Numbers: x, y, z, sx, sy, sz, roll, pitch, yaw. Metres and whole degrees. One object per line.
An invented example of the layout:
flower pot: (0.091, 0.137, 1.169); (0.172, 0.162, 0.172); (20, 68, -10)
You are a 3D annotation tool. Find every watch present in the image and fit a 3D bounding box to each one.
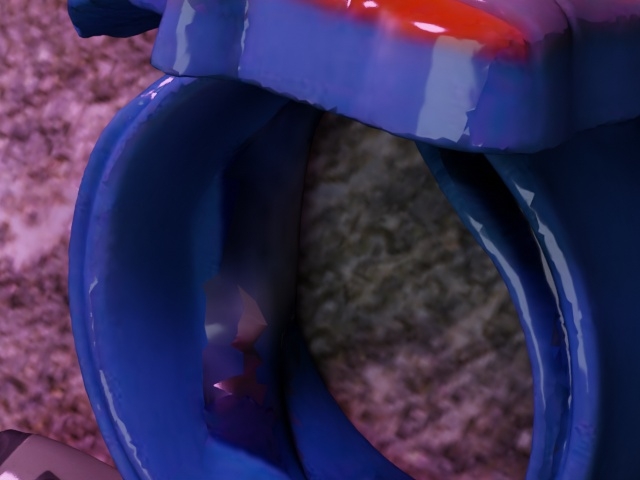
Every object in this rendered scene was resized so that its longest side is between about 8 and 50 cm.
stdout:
watch: (0.000, 0.000, 0.619); (0.305, 0.241, 0.274); (17, 110, 37)

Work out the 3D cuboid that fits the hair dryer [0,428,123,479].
hair dryer: (-0.051, 0.170, 0.665); (0.219, 0.225, 0.088); (42, 76, -17)
